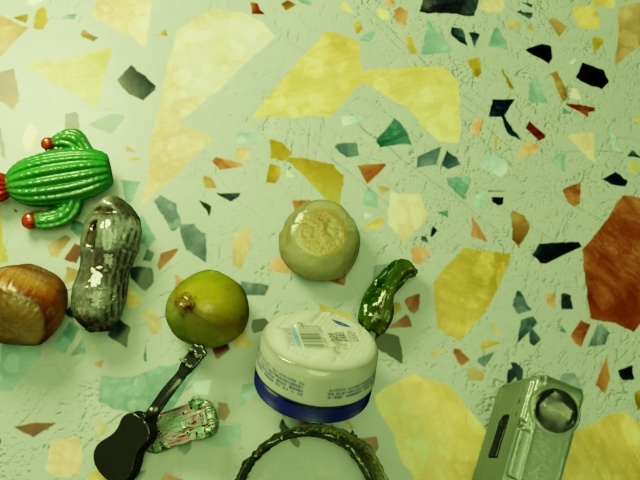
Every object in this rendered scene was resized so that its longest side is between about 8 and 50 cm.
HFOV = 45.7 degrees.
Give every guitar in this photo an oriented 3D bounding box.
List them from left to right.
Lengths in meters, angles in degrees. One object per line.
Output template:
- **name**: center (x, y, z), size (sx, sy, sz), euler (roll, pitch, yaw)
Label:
- **guitar**: center (-0.281, 0.285, 1.279), size (0.083, 0.038, 0.271), euler (36, 89, 19)

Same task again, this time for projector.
- **projector**: center (0.343, 0.366, 1.303), size (0.099, 0.192, 0.257), euler (23, 73, -1)

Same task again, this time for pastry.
- **pastry**: center (0.000, 0.000, 1.416), size (0.156, 0.092, 0.157), euler (1, 82, -9)

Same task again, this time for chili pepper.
- **chili pepper**: center (0.112, 0.121, 1.404), size (0.073, 0.072, 0.204), euler (29, 72, -1)

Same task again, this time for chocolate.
- **chocolate**: center (-0.380, 0.042, 1.347), size (0.110, 0.110, 0.248), euler (12, 76, -4)

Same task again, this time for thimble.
- **thimble**: center (-0.020, 0.444, 1.255), size (0.270, 0.150, 0.271), euler (2, 74, -6)

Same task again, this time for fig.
- **fig**: center (-0.200, 0.122, 1.343), size (0.152, 0.121, 0.136), euler (-17, 70, -36)

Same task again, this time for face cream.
- **face cream**: center (-0.006, 0.205, 1.288), size (0.205, 0.206, 0.111), euler (8, 112, -5)

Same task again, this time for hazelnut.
- **hazelnut**: center (-0.513, 0.109, 1.304), size (0.150, 0.150, 0.150), euler (2, 74, -7)

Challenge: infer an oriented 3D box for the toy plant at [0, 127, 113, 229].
- **toy plant**: center (-0.495, -0.098, 1.380), size (0.240, 0.088, 0.155), euler (-36, 96, -8)

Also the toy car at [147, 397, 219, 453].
- **toy car**: center (-0.242, 0.320, 1.309), size (0.142, 0.055, 0.069), euler (-19, 73, 10)
